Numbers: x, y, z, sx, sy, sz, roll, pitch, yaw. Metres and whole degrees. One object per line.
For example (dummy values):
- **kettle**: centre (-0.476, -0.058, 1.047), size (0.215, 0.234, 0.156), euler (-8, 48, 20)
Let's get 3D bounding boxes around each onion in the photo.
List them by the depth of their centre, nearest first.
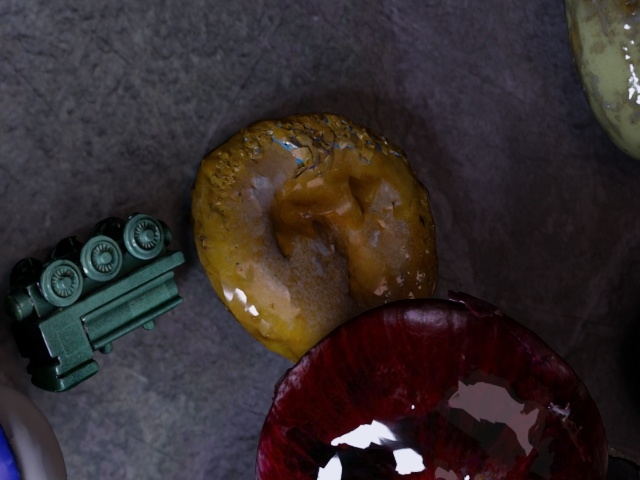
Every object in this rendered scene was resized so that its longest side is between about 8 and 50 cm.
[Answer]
- **onion**: centre (0.095, 0.199, 1.704), size (0.314, 0.232, 0.314), euler (0, 104, 1)

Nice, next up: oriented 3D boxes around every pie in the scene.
- **pie**: centre (0.001, 0.000, 1.817), size (0.273, 0.069, 0.273), euler (11, 71, -36)

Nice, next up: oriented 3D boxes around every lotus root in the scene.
- **lotus root**: centre (0.336, -0.221, 2.042), size (0.173, 0.173, 0.309), euler (-17, 91, -36)

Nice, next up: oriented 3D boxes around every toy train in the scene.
- **toy train**: centre (-0.187, 0.046, 1.679), size (0.170, 0.071, 0.111), euler (-29, 107, -36)

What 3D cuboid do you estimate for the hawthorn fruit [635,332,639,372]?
- **hawthorn fruit**: centre (0.425, 0.130, 2.027), size (0.200, 0.179, 0.179), euler (37, 62, -38)

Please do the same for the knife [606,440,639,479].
- **knife**: centre (0.354, 0.252, 2.028), size (0.365, 0.043, 0.089), euler (21, 70, -31)

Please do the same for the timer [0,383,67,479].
- **timer**: centre (-0.302, 0.171, 1.376), size (0.270, 0.383, 0.270), euler (8, 76, -33)
